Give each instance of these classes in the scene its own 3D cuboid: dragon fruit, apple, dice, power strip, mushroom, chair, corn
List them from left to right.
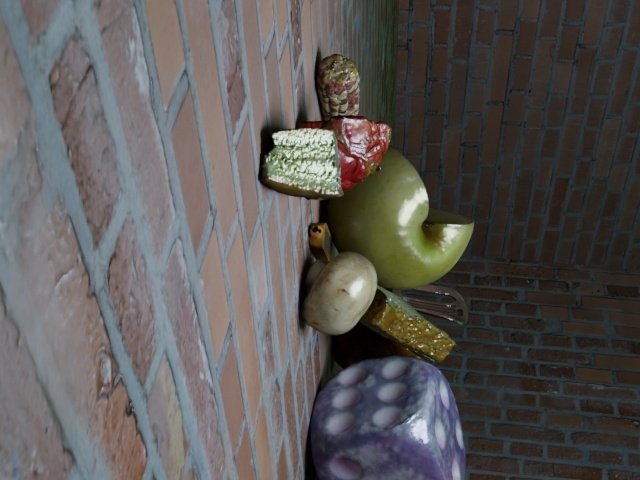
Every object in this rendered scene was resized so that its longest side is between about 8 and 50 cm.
[{"bbox_3d":[0.000,0.000,1.688,0.178,0.028,0.049,68,28,-75],"label":"power strip"},{"bbox_3d":[0.028,0.093,1.620,0.166,0.127,0.166,-55,163,-27],"label":"mushroom"},{"bbox_3d":[0.034,-0.252,1.641,0.237,0.080,0.079,86,11,-66],"label":"corn"},{"bbox_3d":[0.038,-0.133,1.443,0.120,0.161,0.127,-30,114,-83],"label":"dragon fruit"},{"bbox_3d":[0.136,-0.031,1.800,0.295,0.258,0.233,42,77,-38],"label":"apple"},{"bbox_3d":[0.147,0.426,1.912,0.270,0.270,0.271,-71,143,-56],"label":"dice"},{"bbox_3d":[0.214,0.098,2.253,0.175,0.327,0.183,-73,166,-66],"label":"chair"}]

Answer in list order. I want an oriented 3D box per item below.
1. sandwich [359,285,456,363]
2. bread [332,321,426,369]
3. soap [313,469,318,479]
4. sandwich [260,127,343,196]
[{"bbox_3d":[0.138,0.156,1.900,0.251,0.226,0.087,33,94,-41],"label":"sandwich"},{"bbox_3d":[0.145,0.248,2.162,0.135,0.247,0.232,-50,139,-50],"label":"bread"},{"bbox_3d":[0.023,0.573,2.083,0.203,0.066,0.122,84,13,-53],"label":"soap"},{"bbox_3d":[-0.018,-0.107,1.259,0.258,0.096,0.094,-27,116,-84],"label":"sandwich"}]
